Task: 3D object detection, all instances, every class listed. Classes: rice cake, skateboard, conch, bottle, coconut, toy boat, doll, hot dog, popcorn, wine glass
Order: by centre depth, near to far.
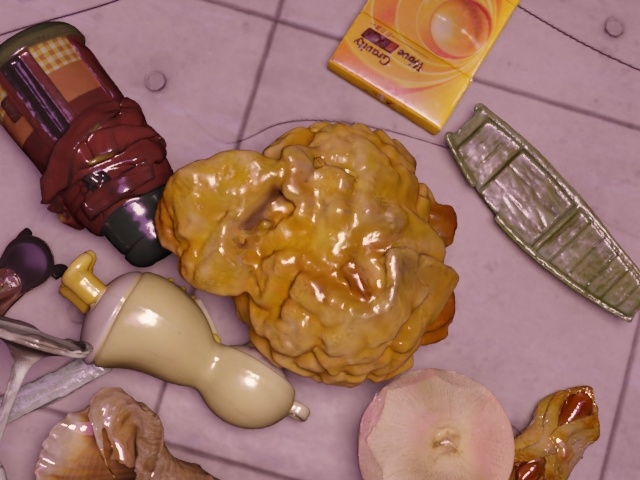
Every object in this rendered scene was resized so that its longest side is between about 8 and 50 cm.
[{"bbox_3d":[-0.310,0.193,0.990,0.156,0.156,0.232,19,86,-1],"label":"wine glass"},{"bbox_3d":[-0.167,0.317,1.045,0.263,0.186,0.324,-26,64,8],"label":"conch"},{"bbox_3d":[0.000,0.000,1.058,0.332,0.225,0.264,25,74,-14],"label":"popcorn"},{"bbox_3d":[0.115,0.217,1.070,0.171,0.183,0.170,0,81,0],"label":"coconut"},{"bbox_3d":[-0.140,0.111,1.099,0.296,0.141,0.117,25,65,-11],"label":"doll"},{"bbox_3d":[-0.346,0.057,1.113,0.067,0.080,0.151,45,84,-3],"label":"skateboard"},{"bbox_3d":[-0.248,-0.090,1.113,0.143,0.156,0.271,-34,86,-40],"label":"bottle"},{"bbox_3d":[-0.307,0.168,1.127,0.171,0.029,0.033,-27,88,-7],"label":"rice cake"},{"bbox_3d":[0.251,0.225,1.139,0.078,0.061,0.169,36,82,3],"label":"hot dog"},{"bbox_3d":[0.254,-0.025,1.176,0.093,0.055,0.293,-43,86,-9],"label":"toy boat"}]

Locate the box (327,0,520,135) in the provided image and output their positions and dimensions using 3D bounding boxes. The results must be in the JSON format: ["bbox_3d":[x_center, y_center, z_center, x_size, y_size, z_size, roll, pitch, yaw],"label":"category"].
[{"bbox_3d":[0.141,-0.272,1.206,0.152,0.043,0.269,33,81,1],"label":"box"}]
